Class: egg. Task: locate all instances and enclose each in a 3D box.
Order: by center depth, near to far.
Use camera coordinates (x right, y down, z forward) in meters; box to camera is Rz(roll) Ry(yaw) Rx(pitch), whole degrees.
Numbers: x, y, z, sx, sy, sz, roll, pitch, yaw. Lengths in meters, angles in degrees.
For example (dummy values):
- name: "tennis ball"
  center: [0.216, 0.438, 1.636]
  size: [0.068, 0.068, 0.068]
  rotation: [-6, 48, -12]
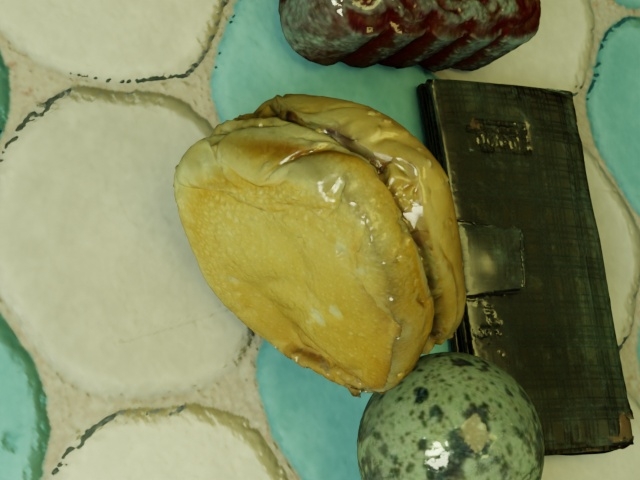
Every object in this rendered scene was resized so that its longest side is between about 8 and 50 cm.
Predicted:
- name: "egg"
  center: [0.093, 0.156, 0.963]
  size: [0.132, 0.132, 0.172]
  rotation: [-48, 146, -33]

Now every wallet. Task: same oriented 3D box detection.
- name: "wallet"
  center: [0.171, 0.020, 1.116]
  size: [0.169, 0.044, 0.317]
  rotation: [2, 75, -32]

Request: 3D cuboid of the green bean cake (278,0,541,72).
- name: "green bean cake"
  center: [0.068, -0.240, 1.092]
  size: [0.232, 0.097, 0.198]
  rotation: [1, 75, -33]

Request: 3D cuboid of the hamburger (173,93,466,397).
- name: "hamburger"
  center: [0.000, -0.002, 0.913]
  size: [0.108, 0.214, 0.214]
  rotation: [-34, 96, -32]
